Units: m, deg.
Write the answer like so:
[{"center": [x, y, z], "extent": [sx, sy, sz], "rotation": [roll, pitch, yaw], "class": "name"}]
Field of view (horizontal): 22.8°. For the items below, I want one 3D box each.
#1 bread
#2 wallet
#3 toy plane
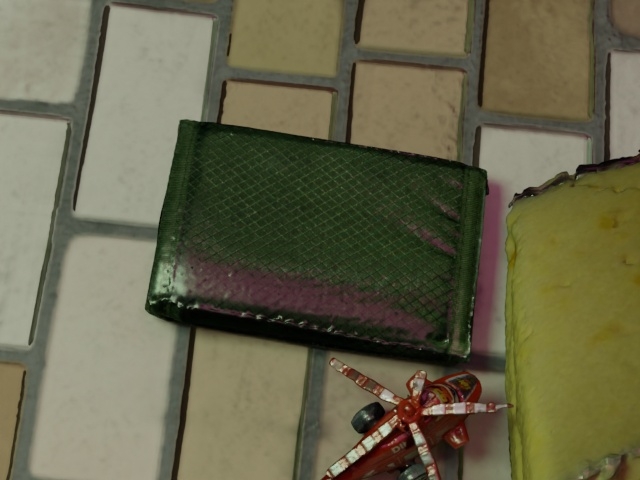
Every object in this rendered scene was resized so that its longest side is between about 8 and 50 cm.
[{"center": [0.279, 0.098, 1.147], "extent": [0.345, 0.242, 0.405], "rotation": [-7, 34, -2], "class": "bread"}, {"center": [0.000, 0.001, 1.158], "extent": [0.236, 0.055, 0.160], "rotation": [10, 69, -2], "class": "wallet"}, {"center": [0.034, 0.157, 1.082], "extent": [0.126, 0.077, 0.194], "rotation": [31, 76, 18], "class": "toy plane"}]
